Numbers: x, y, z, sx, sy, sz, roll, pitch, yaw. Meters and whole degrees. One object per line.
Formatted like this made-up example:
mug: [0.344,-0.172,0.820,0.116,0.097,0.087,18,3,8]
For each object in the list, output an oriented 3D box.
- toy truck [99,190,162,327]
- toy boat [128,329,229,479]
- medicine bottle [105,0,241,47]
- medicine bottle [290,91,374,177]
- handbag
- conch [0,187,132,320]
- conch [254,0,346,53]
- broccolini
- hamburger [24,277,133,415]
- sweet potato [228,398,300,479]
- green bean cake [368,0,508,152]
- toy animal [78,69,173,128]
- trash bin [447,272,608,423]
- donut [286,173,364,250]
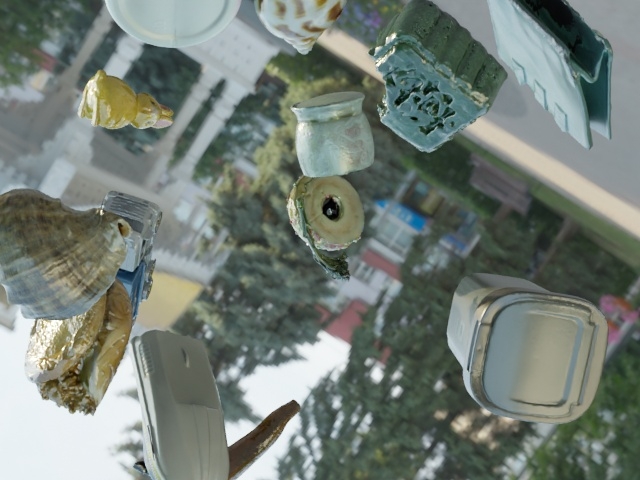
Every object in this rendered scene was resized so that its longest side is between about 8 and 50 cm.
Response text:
toy truck: [-0.465,0.069,2.300,0.146,0.367,0.175,16,-141,-1]
toy boat: [-0.212,0.264,1.443,0.140,0.140,0.270,27,-133,-47]
medicine bottle: [-0.281,-0.528,1.879,0.252,0.252,0.241,28,-143,-40]
medicine bottle: [0.023,-0.202,1.881,0.147,0.143,0.147,-10,-166,3]
handbag: [0.394,-0.318,1.677,0.269,0.100,0.274,56,-179,32]
conch: [-0.458,0.011,1.608,0.291,0.210,0.159,-11,156,28]
conch: [-0.028,-0.436,1.777,0.149,0.182,0.275,55,158,4]
broccolini: [-0.006,0.004,1.809,0.194,0.052,0.054,54,-159,-31]
hamburger: [-0.435,0.178,1.833,0.146,0.243,0.286,25,-137,-28]
sweet potato: [-0.135,0.349,1.607,0.057,0.264,0.057,44,160,21]
green bean cake: [0.243,-0.382,2.400,0.300,0.169,0.308,37,146,-11]
toy animal: [-0.284,-0.206,1.535,0.159,0.083,0.070,9,-163,-43]
trash bin: [0.342,0.168,1.748,0.219,0.220,0.250,10,-169,-10]
donut: [0.007,-0.057,1.993,0.174,0.175,0.068,31,149,-23]
